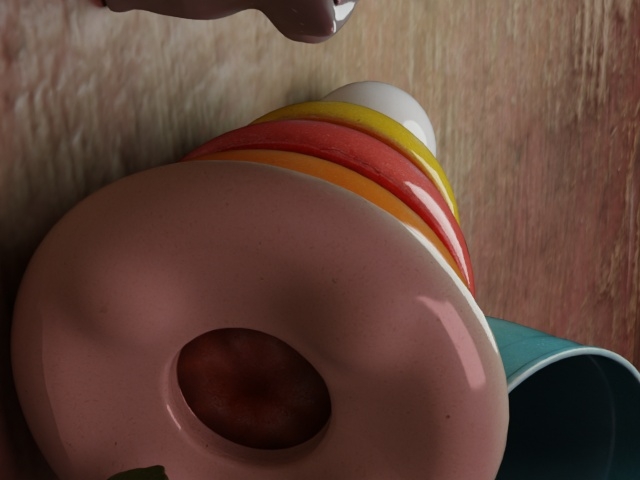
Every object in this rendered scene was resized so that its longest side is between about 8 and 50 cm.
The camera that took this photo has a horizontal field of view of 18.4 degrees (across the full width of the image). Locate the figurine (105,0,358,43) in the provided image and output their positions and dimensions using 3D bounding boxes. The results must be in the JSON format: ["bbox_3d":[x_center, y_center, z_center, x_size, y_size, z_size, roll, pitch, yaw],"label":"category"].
[{"bbox_3d":[-0.027,-0.216,1.349,0.215,0.209,0.092,-53,147,-35],"label":"figurine"}]

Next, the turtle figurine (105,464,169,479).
[{"bbox_3d":[-0.052,0.288,1.302,0.198,0.274,0.266,-40,120,1],"label":"turtle figurine"}]

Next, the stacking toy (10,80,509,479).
[{"bbox_3d":[0.000,0.000,1.508,0.480,0.350,0.350,-66,158,-55],"label":"stacking toy"}]

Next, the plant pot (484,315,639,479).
[{"bbox_3d":[0.112,0.181,1.756,0.272,0.255,0.271,-18,119,-36],"label":"plant pot"}]
